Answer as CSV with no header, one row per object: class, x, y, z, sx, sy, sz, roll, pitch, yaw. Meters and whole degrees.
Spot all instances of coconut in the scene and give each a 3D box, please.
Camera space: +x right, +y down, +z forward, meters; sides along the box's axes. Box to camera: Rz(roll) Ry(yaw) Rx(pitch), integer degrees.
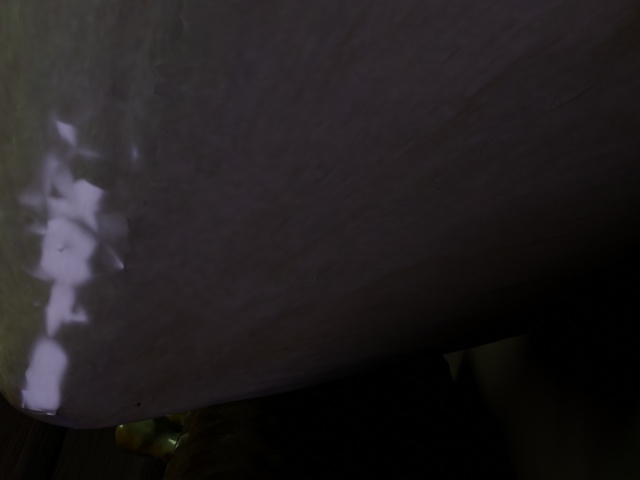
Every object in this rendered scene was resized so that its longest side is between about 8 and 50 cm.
coconut,-0.017,-0.086,0.476,0.329,0.329,0.329,-160,90,-85

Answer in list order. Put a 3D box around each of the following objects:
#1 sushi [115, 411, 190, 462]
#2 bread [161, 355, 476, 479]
sushi,-0.038,0.003,0.931,0.184,0.139,0.274,67,-143,-57
bread,-0.016,0.142,0.485,0.416,0.113,0.165,-86,19,-76
